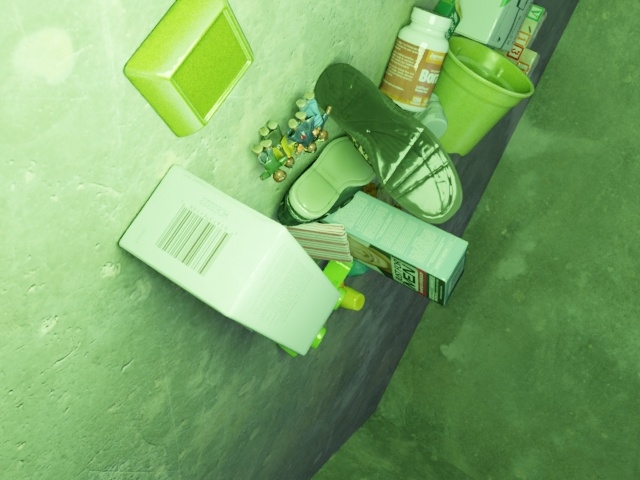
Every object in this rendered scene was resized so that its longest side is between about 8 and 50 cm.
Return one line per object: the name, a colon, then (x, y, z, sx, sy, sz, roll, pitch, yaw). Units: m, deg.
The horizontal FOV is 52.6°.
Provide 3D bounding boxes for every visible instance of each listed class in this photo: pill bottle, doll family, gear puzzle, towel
pill bottle: (0.222, -0.416, 1.492, 0.121, 0.121, 0.216, -27, 141, -56)
doll family: (-0.047, -0.188, 1.216, 0.193, 0.076, 0.111, -36, 136, -3)
gear puzzle: (0.190, -0.059, 1.884, 0.175, 0.044, 0.339, -59, 142, -21)
towel: (0.000, 0.000, 1.537, 0.197, 0.144, 0.029, 70, 31, -65)

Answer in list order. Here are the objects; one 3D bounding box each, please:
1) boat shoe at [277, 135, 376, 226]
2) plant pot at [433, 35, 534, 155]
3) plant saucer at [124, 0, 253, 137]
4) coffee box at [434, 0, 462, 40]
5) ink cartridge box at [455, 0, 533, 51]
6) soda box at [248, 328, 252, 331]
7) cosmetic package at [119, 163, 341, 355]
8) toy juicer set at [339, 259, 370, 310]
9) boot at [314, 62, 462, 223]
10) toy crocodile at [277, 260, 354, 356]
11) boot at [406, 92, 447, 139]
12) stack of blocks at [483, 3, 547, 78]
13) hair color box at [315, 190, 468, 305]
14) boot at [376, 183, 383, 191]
boat shoe: (0.017, -0.125, 1.447, 0.113, 0.127, 0.340, -39, -172, 44)
plant pot: (0.407, -0.388, 1.823, 0.276, 0.276, 0.254, -33, 158, -51)
plant saucer: (-0.167, -0.252, 0.921, 0.188, 0.045, 0.188, -55, 160, -10)
coffee box: (0.293, -0.519, 1.636, 0.184, 0.040, 0.113, -59, 160, 0)
ink cartridge box: (0.487, -0.651, 1.790, 0.289, 0.122, 0.211, -21, 137, -59)
soda box: (-0.117, 0.128, 1.529, 0.216, 0.074, 0.069, -31, 146, -52)
cosmetic package: (-0.132, 0.059, 1.173, 0.161, 0.230, 0.453, -57, 161, -8)
toy juicer set: (0.095, 0.033, 1.915, 0.209, 0.089, 0.329, 30, 81, -50)
boot: (0.163, -0.192, 1.353, 0.138, 0.377, 0.284, -46, 168, 12)
toy crocodile: (-0.015, 0.183, 1.797, 0.340, 0.115, 0.105, -63, 179, 16)
boot: (0.245, -0.287, 1.776, 0.258, 0.095, 0.123, -41, -142, 39)
stack of blocks: (0.614, -0.607, 2.080, 0.087, 0.171, 0.297, -12, 129, -64)
hair color box: (0.155, 0.001, 1.551, 0.113, 0.374, 0.185, -57, 160, -15)
boot: (0.186, -0.127, 1.935, 0.118, 0.042, 0.087, -9, 125, -65)
